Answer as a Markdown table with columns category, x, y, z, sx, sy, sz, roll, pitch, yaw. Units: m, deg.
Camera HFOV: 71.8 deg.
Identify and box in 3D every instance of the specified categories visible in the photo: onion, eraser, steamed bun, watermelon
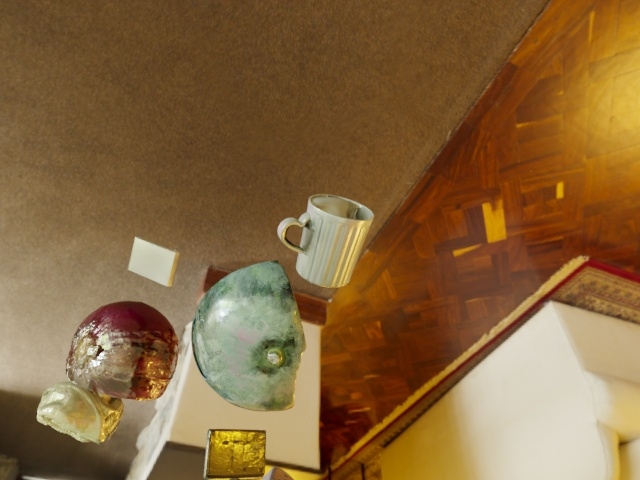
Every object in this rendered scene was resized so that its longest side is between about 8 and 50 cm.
| category | x | y | z | sx | sy | sz | roll | pitch | yaw |
| --- | --- | --- | --- | --- | --- | --- | --- | --- | --- |
| onion | -0.555 | 0.310 | 1.295 | 0.336 | 0.260 | 0.282 | 2 | 159 | 40 |
| eraser | -0.480 | 0.058 | 1.272 | 0.150 | 0.023 | 0.104 | 19 | 98 | 18 |
| steamed bun | -0.880 | 0.610 | 1.649 | 0.280 | 0.207 | 0.268 | 37 | 137 | -20 |
| watermelon | -0.138 | 0.213 | 0.841 | 0.188 | 0.175 | 0.322 | -10 | 101 | -22 |

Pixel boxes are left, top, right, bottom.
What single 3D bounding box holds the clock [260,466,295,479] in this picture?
| category | x | y | z | sx | sy | sz | roll | pitch | yaw |
| --- | --- | --- | --- | --- | --- | --- | --- | --- | --- |
| clock | -0.020 | 0.640 | 0.901 | 0.322 | 0.295 | 0.113 | 41 | 85 | 5 |

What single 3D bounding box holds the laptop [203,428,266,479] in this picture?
| category | x | y | z | sx | sy | sz | roll | pitch | yaw |
| --- | --- | --- | --- | --- | --- | --- | --- | --- | --- |
| laptop | -0.280 | 0.713 | 1.477 | 0.207 | 0.154 | 0.026 | 13 | 149 | -25 |

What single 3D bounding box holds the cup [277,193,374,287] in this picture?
| category | x | y | z | sx | sy | sz | roll | pitch | yaw |
| --- | --- | --- | --- | --- | --- | --- | --- | --- | --- |
| cup | 0.004 | -0.005 | 1.133 | 0.221 | 0.167 | 0.202 | 15 | 112 | -1 |
